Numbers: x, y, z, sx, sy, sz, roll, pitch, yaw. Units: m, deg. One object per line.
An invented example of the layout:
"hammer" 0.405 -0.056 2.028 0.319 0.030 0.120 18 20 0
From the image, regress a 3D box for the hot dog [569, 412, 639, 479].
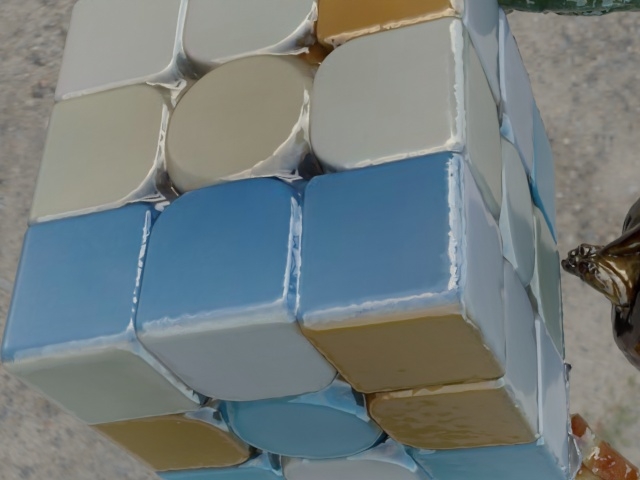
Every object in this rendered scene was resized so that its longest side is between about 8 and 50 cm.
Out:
"hot dog" 0.233 0.233 1.096 0.261 0.093 0.123 45 41 9

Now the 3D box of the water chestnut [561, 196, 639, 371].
"water chestnut" 0.356 0.032 1.112 0.238 0.223 0.223 12 88 -4

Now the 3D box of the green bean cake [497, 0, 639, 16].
"green bean cake" 0.222 -0.318 1.023 0.132 0.241 0.255 -71 151 -44

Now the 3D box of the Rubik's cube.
"Rubik's cube" 0.000 0.000 0.937 0.346 0.344 0.347 56 31 -51
